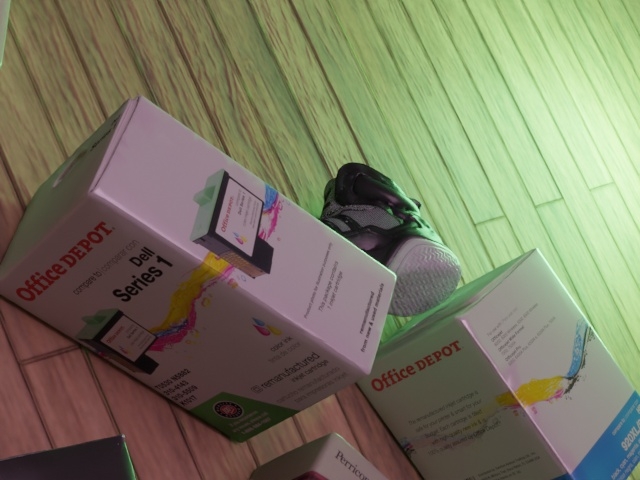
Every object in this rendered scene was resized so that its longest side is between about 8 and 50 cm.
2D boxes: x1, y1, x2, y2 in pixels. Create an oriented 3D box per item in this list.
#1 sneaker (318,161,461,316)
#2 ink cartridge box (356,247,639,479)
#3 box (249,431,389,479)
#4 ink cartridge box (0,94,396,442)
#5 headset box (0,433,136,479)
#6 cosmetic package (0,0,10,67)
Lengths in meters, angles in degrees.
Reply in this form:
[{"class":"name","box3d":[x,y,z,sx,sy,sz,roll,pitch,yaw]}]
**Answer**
[{"class":"sneaker","box3d":[0.000,0.000,1.249,0.269,0.101,0.153,1,44,-21]},{"class":"ink cartridge box","box3d":[0.189,0.162,1.254,0.168,0.171,0.232,-36,92,-45]},{"class":"box","box3d":[-0.018,0.304,1.034,0.148,0.127,0.232,43,47,-12]},{"class":"ink cartridge box","box3d":[-0.109,0.034,1.057,0.278,0.201,0.117,35,48,-19]},{"class":"headset box","box3d":[-0.194,0.267,0.793,0.110,0.293,0.218,-6,70,-41]},{"class":"cosmetic package","box3d":[-0.358,-0.277,1.092,0.160,0.113,0.309,20,55,-31]}]
